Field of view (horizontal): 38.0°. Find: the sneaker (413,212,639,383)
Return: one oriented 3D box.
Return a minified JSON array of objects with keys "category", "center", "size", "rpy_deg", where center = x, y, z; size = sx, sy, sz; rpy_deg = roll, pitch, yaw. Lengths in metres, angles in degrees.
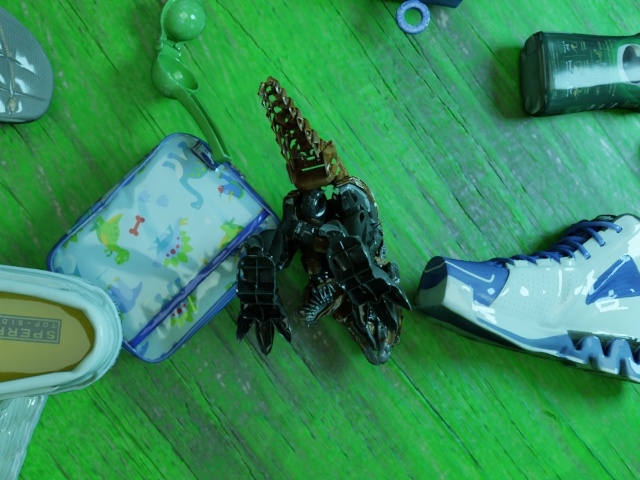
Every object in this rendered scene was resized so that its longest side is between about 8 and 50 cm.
[{"category":"sneaker","center":[0.267,0.043,1.042],"size":[0.315,0.127,0.182],"rpy_deg":[18,81,-16]}]

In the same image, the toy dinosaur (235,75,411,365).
[{"category":"toy dinosaur","center":[0.000,0.000,0.938],"size":[0.164,0.218,0.322],"rpy_deg":[-34,108,27]}]

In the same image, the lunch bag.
[{"category":"lunch bag","center":[-0.158,0.008,0.979],"size":[0.219,0.090,0.176],"rpy_deg":[-43,98,-8]}]

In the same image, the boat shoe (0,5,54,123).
[{"category":"boat shoe","center":[-0.444,-0.204,0.920],"size":[0.355,0.130,0.132],"rpy_deg":[20,74,-26]}]

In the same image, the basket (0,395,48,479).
[{"category":"basket","center":[-0.436,0.152,0.836],"size":[0.328,0.266,0.331],"rpy_deg":[20,83,-8]}]

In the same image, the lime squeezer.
[{"category":"lime squeezer","center":[-0.136,-0.220,0.985],"size":[0.058,0.110,0.311],"rpy_deg":[14,68,-33]}]

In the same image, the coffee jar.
[{"category":"coffee jar","center":[0.330,-0.193,1.075],"size":[0.184,0.079,0.096],"rpy_deg":[-2,86,-9]}]

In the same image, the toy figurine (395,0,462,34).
[{"category":"toy figurine","center":[0.088,-0.334,0.991],"size":[0.362,0.191,0.217],"rpy_deg":[6,99,-6]}]

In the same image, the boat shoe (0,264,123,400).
[{"category":"boat shoe","center":[-0.326,0.069,0.645],"size":[0.366,0.156,0.136],"rpy_deg":[4,85,-10]}]
